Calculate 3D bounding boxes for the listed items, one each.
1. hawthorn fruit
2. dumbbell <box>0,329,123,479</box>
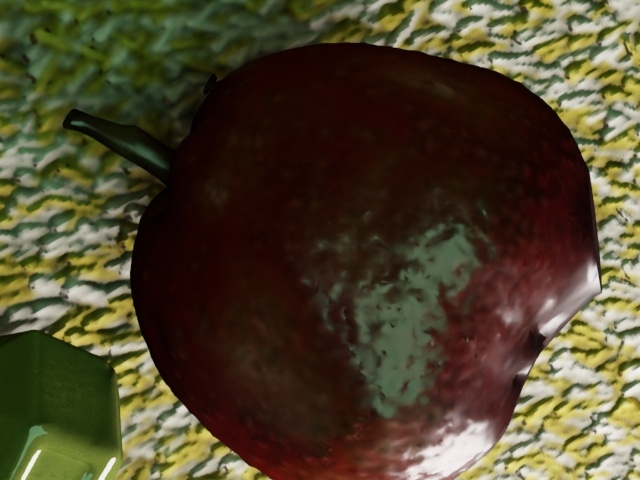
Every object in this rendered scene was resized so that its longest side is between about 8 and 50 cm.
[{"bbox_3d":[0.000,0.000,0.817,0.266,0.210,0.230,31,99,-14],"label":"hawthorn fruit"},{"bbox_3d":[-0.237,0.057,0.781,0.302,0.108,0.121,28,95,-28],"label":"dumbbell"}]
